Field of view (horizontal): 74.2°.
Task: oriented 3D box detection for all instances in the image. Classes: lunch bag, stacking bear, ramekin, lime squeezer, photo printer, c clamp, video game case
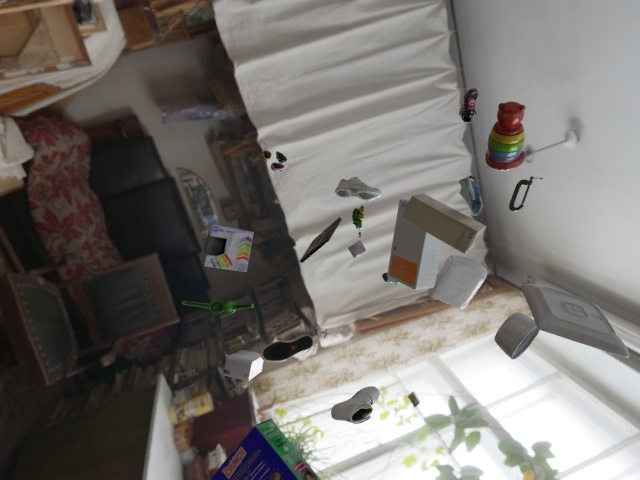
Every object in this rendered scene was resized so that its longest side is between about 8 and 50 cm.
[{"bbox_3d":[0.204,0.047,2.350,0.071,0.083,0.053,57,10,0],"label":"lunch bag"},{"bbox_3d":[0.817,-0.468,1.850,0.175,0.164,0.289,19,-37,29],"label":"stacking bear"},{"bbox_3d":[0.866,0.415,1.871,0.109,0.207,0.207,41,-26,38],"label":"ramekin"},{"bbox_3d":[-0.411,0.270,1.778,0.110,0.310,0.059,74,21,-55],"label":"lime squeezer"},{"bbox_3d":[0.830,0.242,2.550,0.107,0.256,0.308,-79,-167,-63],"label":"photo printer"},{"bbox_3d":[0.835,-0.193,1.749,0.137,0.022,0.161,-120,-133,-72],"label":"c clamp"},{"bbox_3d":[0.000,0.000,2.320,0.026,0.196,0.274,40,-43,-8],"label":"video game case"}]

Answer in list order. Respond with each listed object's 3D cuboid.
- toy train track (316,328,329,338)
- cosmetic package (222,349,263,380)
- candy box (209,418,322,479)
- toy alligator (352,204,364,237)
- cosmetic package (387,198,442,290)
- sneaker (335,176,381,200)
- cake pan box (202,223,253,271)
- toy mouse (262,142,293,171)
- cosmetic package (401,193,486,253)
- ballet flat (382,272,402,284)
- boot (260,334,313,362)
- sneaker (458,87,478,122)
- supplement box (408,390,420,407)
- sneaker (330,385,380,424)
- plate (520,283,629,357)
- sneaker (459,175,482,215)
[{"bbox_3d":[0.009,0.433,1.984,0.014,0.083,0.048,6,-102,45],"label":"toy train track"},{"bbox_3d":[-0.329,0.537,1.840,0.231,0.117,0.086,69,32,-80],"label":"cosmetic package"},{"bbox_3d":[-0.169,0.807,1.381,0.317,0.268,0.122,41,6,23],"label":"candy box"},{"bbox_3d":[0.172,-0.095,1.995,0.056,0.051,0.190,107,-6,-56],"label":"toy alligator"},{"bbox_3d":[0.527,0.017,2.313,0.230,0.161,0.454,23,-69,51],"label":"cosmetic package"},{"bbox_3d":[0.195,-0.272,2.131,0.090,0.232,0.115,82,20,-62],"label":"sneaker"},{"bbox_3d":[-0.538,0.043,2.447,0.070,0.266,0.246,2,-99,62],"label":"cake pan box"},{"bbox_3d":[-0.186,-0.335,1.823,0.031,0.143,0.161,-53,-152,43],"label":"toy mouse"},{"bbox_3d":[0.521,-0.078,1.797,0.309,0.160,0.113,34,-64,22],"label":"cosmetic package"},{"bbox_3d":[0.446,0.223,2.559,0.074,0.203,0.074,-10,-104,49],"label":"ballet flat"},{"bbox_3d":[-0.168,0.501,1.922,0.176,0.244,0.089,-45,-121,60],"label":"boot"},{"bbox_3d":[0.633,-0.565,1.789,0.170,0.063,0.075,88,-6,-62],"label":"sneaker"},{"bbox_3d":[0.482,0.814,2.176,0.062,0.036,0.098,58,6,19],"label":"supplement box"},{"bbox_3d":[0.211,0.780,1.988,0.169,0.292,0.108,-13,-88,53],"label":"sneaker"},{"bbox_3d":[0.817,0.239,1.374,0.277,0.277,0.045,-61,168,-64],"label":"plate"},{"bbox_3d":[0.701,-0.208,1.994,0.083,0.071,0.191,-5,-78,55],"label":"sneaker"}]
